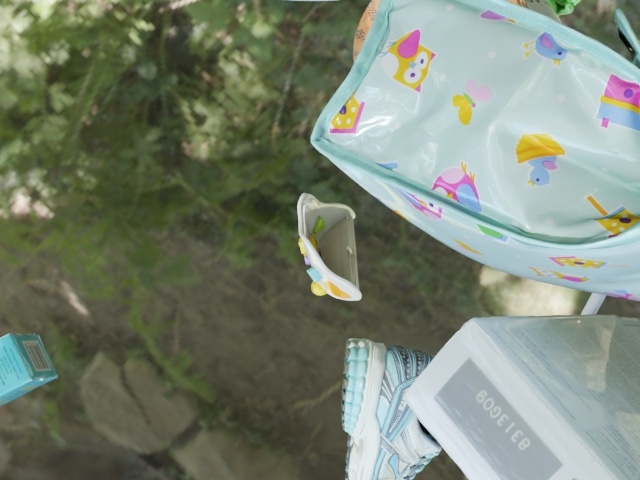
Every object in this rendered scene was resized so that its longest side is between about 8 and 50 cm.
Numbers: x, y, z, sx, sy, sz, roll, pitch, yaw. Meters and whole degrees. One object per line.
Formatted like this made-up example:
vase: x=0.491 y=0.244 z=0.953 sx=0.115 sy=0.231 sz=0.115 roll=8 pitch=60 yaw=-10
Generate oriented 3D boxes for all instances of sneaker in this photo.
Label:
sneaker: x=0.089 y=0.223 z=1.352 sx=0.122 sy=0.110 sz=0.283 roll=2 pitch=137 yaw=8

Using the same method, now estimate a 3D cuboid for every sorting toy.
sorting toy: x=0.000 y=0.000 z=1.000 sx=0.045 sy=0.083 sz=0.075 roll=-14 pitch=145 yaw=15

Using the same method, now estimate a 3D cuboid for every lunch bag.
lunch bag: x=0.165 y=-0.047 z=0.786 sx=0.262 sy=0.160 sz=0.223 roll=24 pitch=178 yaw=36

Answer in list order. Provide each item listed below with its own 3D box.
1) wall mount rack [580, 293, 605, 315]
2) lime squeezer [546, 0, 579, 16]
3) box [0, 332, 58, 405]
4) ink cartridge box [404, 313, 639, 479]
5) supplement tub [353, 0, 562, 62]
wall mount rack: x=0.413 y=0.107 z=1.096 sx=0.350 sy=0.130 sz=0.304 roll=45 pitch=152 yaw=-24
lime squeezer: x=0.291 y=-0.326 z=1.569 sx=0.059 sy=0.310 sz=0.110 roll=51 pitch=-174 yaw=39
box: x=-0.430 y=0.184 z=1.395 sx=0.060 sy=0.244 sz=0.100 roll=63 pitch=-177 yaw=6
ink cartridge box: x=0.274 y=0.190 z=0.922 sx=0.308 sy=0.385 sz=0.091 roll=49 pitch=113 yaw=27
supplement tub: x=0.162 y=-0.120 z=1.158 sx=0.193 sy=0.193 sz=0.316 roll=13 pitch=166 yaw=30
